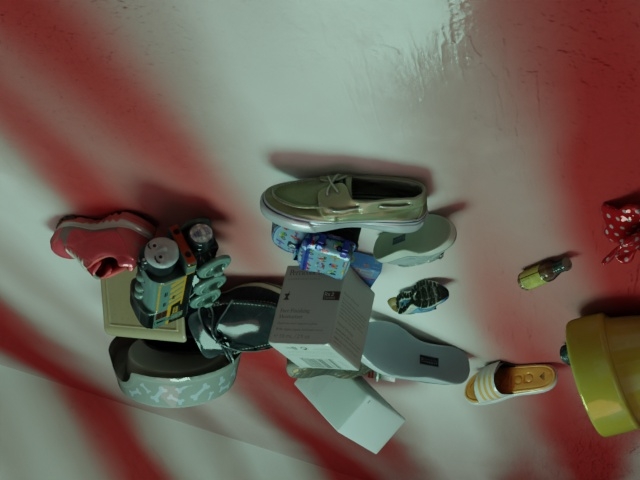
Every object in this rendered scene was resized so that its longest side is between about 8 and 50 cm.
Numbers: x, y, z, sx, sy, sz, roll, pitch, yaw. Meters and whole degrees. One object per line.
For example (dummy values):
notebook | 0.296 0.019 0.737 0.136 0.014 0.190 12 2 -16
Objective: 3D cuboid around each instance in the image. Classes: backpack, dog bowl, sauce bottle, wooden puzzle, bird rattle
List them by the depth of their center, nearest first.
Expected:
bird rattle | 0.605 0.002 1.483 0.207 0.143 0.253 -25 124 35
backpack | -0.018 -0.013 1.678 0.173 0.117 0.158 17 154 -4
sauce bottle | 0.442 0.065 1.720 0.042 0.042 0.128 22 155 -21
wooden puzzle | -0.423 0.124 2.088 0.221 0.239 0.044 3 -163 19
dog bowl | -0.375 0.318 2.284 0.348 0.349 0.102 7 110 11

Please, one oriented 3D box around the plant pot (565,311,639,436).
plant pot | 0.667 0.258 1.816 0.239 0.254 0.254 -20 143 23

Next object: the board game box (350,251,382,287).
board game box | 0.037 0.075 1.924 0.160 0.039 0.211 14 154 -4

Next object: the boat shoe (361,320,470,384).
boat shoe | 0.198 0.294 2.226 0.367 0.136 0.156 16 159 -32

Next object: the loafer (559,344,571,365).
loafer | 0.653 0.286 2.072 0.170 0.062 0.061 19 149 -18

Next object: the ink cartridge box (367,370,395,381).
ink cartridge box | 0.156 0.355 2.422 0.115 0.063 0.029 8 120 9

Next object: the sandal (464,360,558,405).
sandal | 0.477 0.354 2.256 0.265 0.102 0.076 -19 140 34

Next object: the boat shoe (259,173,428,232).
boat shoe | 0.043 -0.079 1.554 0.302 0.109 0.094 2 139 1

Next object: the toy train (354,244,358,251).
toy train | 0.000 0.000 1.798 0.158 0.027 0.036 7 151 10

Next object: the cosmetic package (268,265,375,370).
cosmetic package | 0.006 0.163 1.859 0.151 0.184 0.151 -2 151 29

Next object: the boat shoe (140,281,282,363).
boat shoe | -0.239 0.208 2.135 0.500 0.156 0.187 -2 118 31

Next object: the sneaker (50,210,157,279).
sneaker | -0.506 0.022 1.939 0.314 0.136 0.116 -8 147 37

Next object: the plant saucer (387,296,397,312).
plant saucer | 0.197 0.156 2.050 0.083 0.015 0.083 10 155 5

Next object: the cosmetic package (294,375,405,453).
cosmetic package | 0.083 0.455 2.458 0.224 0.138 0.224 39 178 44

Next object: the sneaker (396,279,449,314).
sneaker | 0.237 0.126 1.942 0.073 0.063 0.162 5 165 -29

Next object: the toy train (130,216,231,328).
toy train | -0.309 0.074 1.873 0.190 0.142 0.334 -23 162 -23

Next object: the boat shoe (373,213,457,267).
boat shoe | 0.196 0.006 1.680 0.081 0.079 0.227 19 161 -29

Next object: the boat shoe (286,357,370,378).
boat shoe | 0.044 0.290 2.289 0.324 0.116 0.123 9 146 -42
